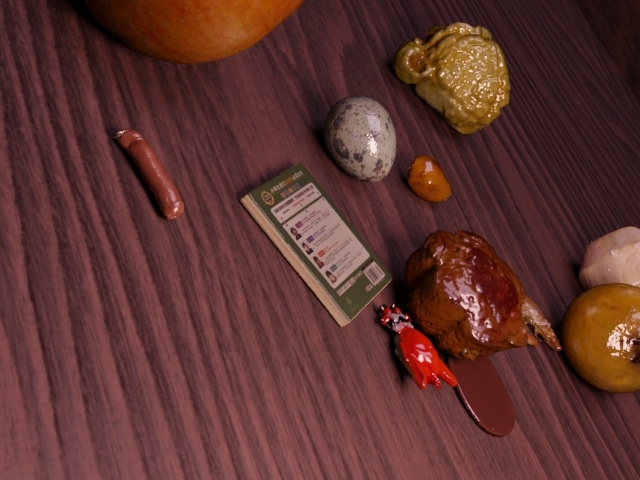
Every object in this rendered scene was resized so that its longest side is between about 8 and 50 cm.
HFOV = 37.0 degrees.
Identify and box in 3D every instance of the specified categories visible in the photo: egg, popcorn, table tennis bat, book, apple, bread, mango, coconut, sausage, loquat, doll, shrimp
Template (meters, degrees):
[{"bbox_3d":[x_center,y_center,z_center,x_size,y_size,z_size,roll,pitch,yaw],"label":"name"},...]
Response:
[{"bbox_3d":[0.078,-0.190,1.801,0.132,0.132,0.172,-7,73,-53],"label":"egg"},{"bbox_3d":[0.327,-0.399,2.238,0.286,0.225,0.174,41,1,-12],"label":"popcorn"},{"bbox_3d":[0.268,0.224,1.714,0.154,0.021,0.274,2,57,-52],"label":"table tennis bat"},{"bbox_3d":[0.000,0.000,1.606,0.264,0.027,0.202,51,33,0],"label":"book"},{"bbox_3d":[-0.196,-0.460,1.525,0.400,0.401,0.333,-52,138,-58],"label":"apple"},{"bbox_3d":[0.256,0.100,1.672,0.247,0.135,0.232,35,36,-25],"label":"bread"},{"bbox_3d":[0.225,-0.120,1.962,0.127,0.077,0.063,44,5,-35],"label":"mango"},{"bbox_3d":[0.732,0.090,2.248,0.197,0.237,0.236,66,-2,-69],"label":"coconut"},{"bbox_3d":[-0.247,-0.100,1.396,0.158,0.036,0.042,56,21,10],"label":"sausage"},{"bbox_3d":[0.616,0.201,1.971,0.244,0.244,0.243,32,36,-27],"label":"loquat"},{"bbox_3d":[0.155,0.174,1.588,0.109,0.057,0.169,7,48,-52],"label":"doll"},{"bbox_3d":[0.436,0.177,1.946,0.162,0.045,0.095,48,32,-7],"label":"shrimp"}]
